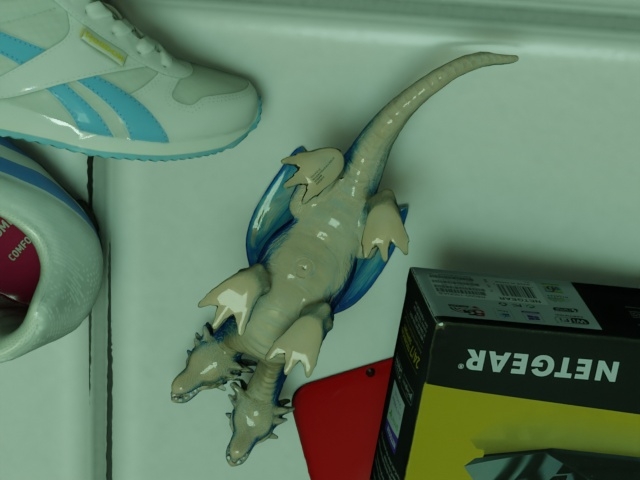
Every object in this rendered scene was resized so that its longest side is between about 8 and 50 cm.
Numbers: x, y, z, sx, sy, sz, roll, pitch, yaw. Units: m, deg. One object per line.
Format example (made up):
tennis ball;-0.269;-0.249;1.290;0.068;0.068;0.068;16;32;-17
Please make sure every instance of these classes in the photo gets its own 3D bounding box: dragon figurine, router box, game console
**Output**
dragon figurine;0.000;0.000;1.095;0.085;0.144;0.289;31;92;-2
router box;0.183;0.152;1.086;0.309;0.081;0.243;5;112;-11
game console;0.071;0.138;1.174;0.144;0.085;0.124;-18;138;14

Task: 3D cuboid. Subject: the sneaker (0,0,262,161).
sneaker;-0.135;-0.102;1.048;0.229;0.087;0.092;9;104;-25

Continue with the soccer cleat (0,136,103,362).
soccer cleat;-0.262;-0.059;1.081;0.331;0.143;0.116;39;110;-6
